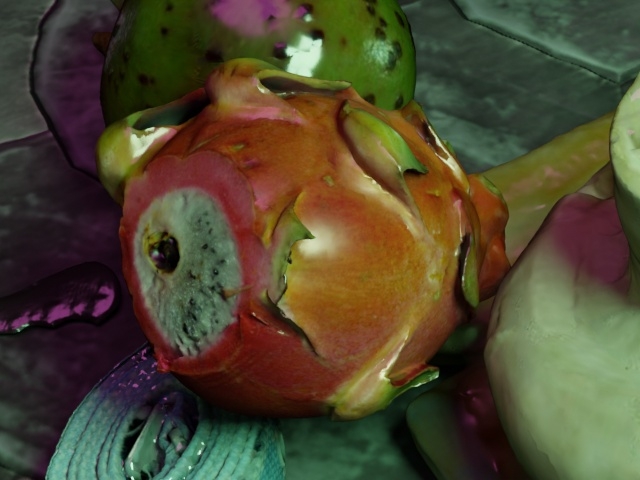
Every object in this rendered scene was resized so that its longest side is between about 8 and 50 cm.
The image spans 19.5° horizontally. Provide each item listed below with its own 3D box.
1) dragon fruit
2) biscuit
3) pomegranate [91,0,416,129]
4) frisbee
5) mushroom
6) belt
[{"bbox_3d":[-0.005,0.001,1.092,0.224,0.224,0.227,31,21,27],"label":"dragon fruit"},{"bbox_3d":[0.160,0.039,1.227,0.291,0.062,0.237,-27,53,-16],"label":"biscuit"},{"bbox_3d":[-0.061,-0.135,1.289,0.231,0.231,0.286,-26,53,-16],"label":"pomegranate"},{"bbox_3d":[-0.267,0.052,1.289,0.187,0.012,0.211,33,60,29],"label":"frisbee"},{"bbox_3d":[0.229,0.014,1.014,0.293,0.290,0.292,-8,41,7],"label":"mushroom"},{"bbox_3d":[-0.090,0.144,1.148,0.148,0.082,0.163,27,57,36],"label":"belt"}]
